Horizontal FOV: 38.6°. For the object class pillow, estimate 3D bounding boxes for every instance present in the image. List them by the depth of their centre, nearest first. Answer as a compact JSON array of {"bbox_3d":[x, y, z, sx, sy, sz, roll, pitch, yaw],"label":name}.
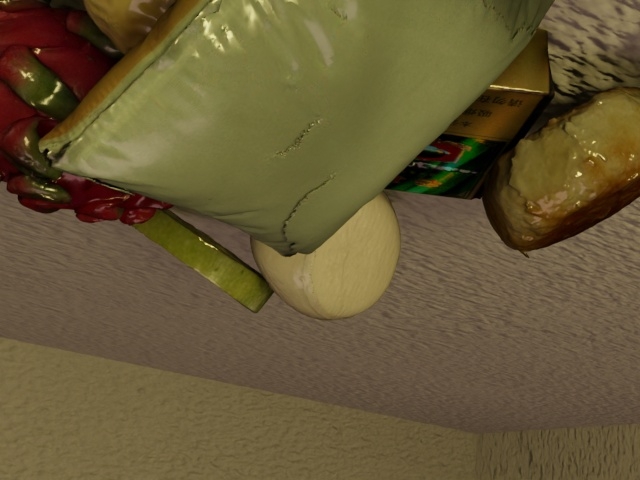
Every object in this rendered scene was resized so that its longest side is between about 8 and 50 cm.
[{"bbox_3d":[0.010,-0.117,0.614,0.310,0.119,0.312,-46,152,12],"label":"pillow"}]

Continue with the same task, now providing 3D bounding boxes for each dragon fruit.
[{"bbox_3d":[-0.242,-0.114,0.788,0.273,0.218,0.198,10,124,-1],"label":"dragon fruit"}]

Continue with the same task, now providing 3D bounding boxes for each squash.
[{"bbox_3d":[-0.168,0.004,1.134,0.252,0.049,0.252,35,177,2],"label":"squash"}]

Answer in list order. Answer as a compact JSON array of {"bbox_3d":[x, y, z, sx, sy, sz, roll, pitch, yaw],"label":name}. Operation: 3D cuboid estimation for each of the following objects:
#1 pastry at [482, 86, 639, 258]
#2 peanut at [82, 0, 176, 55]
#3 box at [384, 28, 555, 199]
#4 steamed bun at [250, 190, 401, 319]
[{"bbox_3d":[0.237,-0.059,0.852,0.182,0.093,0.192,-27,166,-11],"label":"pastry"},{"bbox_3d":[-0.100,-0.196,0.613,0.120,0.110,0.236,18,158,-10],"label":"peanut"},{"bbox_3d":[0.103,-0.116,0.855,0.160,0.071,0.240,4,161,-4],"label":"box"},{"bbox_3d":[0.000,0.000,1.077,0.131,0.177,0.228,19,176,31],"label":"steamed bun"}]
